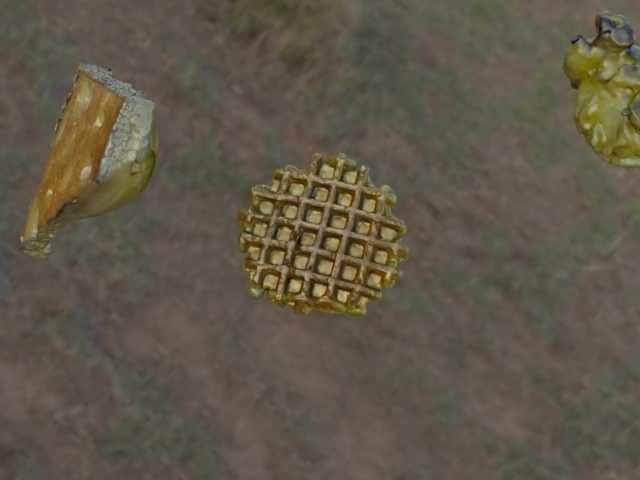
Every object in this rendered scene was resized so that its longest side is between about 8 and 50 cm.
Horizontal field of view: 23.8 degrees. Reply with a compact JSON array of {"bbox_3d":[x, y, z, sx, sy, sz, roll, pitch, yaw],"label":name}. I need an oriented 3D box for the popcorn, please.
[{"bbox_3d":[0.401,-0.194,2.029,0.195,0.168,0.173,39,1,12],"label":"popcorn"}]

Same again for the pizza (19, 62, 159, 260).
[{"bbox_3d":[-0.214,-0.064,1.462,0.080,0.204,0.188,20,2,-29],"label":"pizza"}]

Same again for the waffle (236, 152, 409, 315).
[{"bbox_3d":[0.002,-0.005,1.603,0.191,0.191,0.038,48,-6,14],"label":"waffle"}]
